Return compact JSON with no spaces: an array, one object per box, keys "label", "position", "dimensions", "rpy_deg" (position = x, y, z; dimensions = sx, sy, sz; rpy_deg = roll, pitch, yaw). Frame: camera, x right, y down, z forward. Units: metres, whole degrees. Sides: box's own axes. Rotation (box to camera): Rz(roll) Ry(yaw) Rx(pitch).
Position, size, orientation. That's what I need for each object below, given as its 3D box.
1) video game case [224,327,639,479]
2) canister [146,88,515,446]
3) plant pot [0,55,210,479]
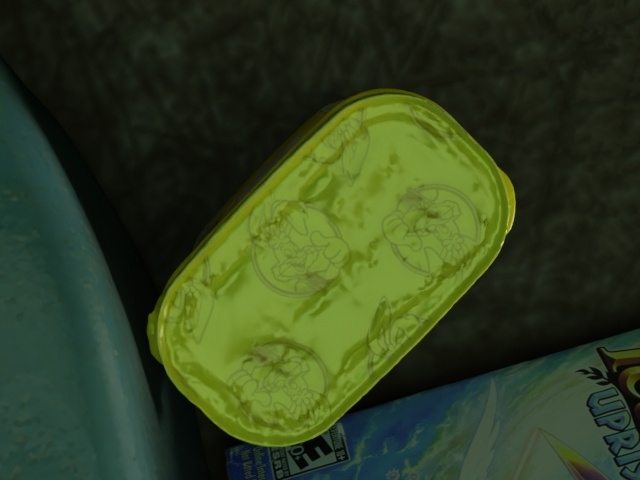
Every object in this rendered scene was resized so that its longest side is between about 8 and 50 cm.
[{"label":"video game case","position":[0.103,0.157,0.463],"dimensions":[0.244,0.269,0.061],"rpy_deg":[-15,130,-2]},{"label":"canister","position":[0.000,0.000,0.481],"dimensions":[0.073,0.170,0.126],"rpy_deg":[44,93,-7]},{"label":"plant pot","position":[-0.166,0.066,0.454],"dimensions":[0.247,0.248,0.252],"rpy_deg":[-7,83,-2]}]
